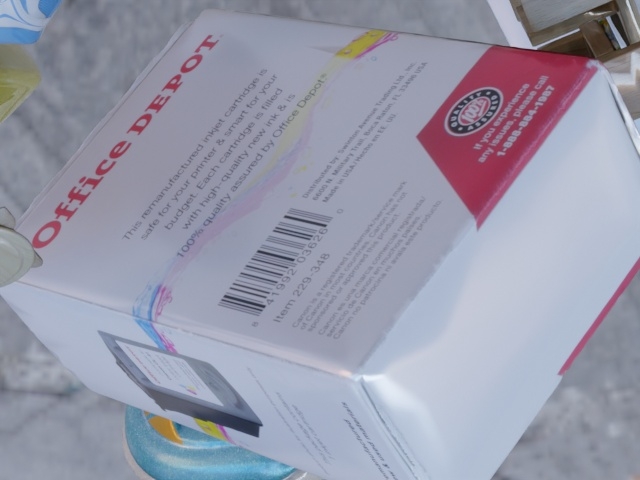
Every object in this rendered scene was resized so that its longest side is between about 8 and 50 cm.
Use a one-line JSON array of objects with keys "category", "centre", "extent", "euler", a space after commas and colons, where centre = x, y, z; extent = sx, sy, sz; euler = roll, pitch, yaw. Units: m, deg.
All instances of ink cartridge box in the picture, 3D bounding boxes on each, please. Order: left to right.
[{"category": "ink cartridge box", "centre": [0.000, 0.000, 1.053], "extent": [0.306, 0.226, 0.131], "euler": [13, 147, 46]}]

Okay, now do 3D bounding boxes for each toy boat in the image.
[{"category": "toy boat", "centre": [-0.081, 0.133, 2.022], "extent": [0.267, 0.318, 0.148], "euler": [-2, 137, 32]}]

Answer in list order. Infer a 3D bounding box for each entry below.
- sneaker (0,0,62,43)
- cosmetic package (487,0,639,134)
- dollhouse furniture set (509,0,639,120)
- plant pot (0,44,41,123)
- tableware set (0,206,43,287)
[{"category": "sneaker", "centre": [-0.178, -0.208, 1.137], "extent": [0.085, 0.237, 0.086], "euler": [5, 133, -3]}, {"category": "cosmetic package", "centre": [0.221, -0.266, 1.749], "extent": [0.097, 0.377, 0.284], "euler": [-34, 153, 22]}, {"category": "dollhouse furniture set", "centre": [0.164, -0.223, 1.103], "extent": [0.161, 0.212, 0.242], "euler": [-23, 120, 6]}, {"category": "plant pot", "centre": [-0.369, -0.153, 1.651], "extent": [0.212, 0.212, 0.187], "euler": [-41, 165, 22]}, {"category": "tableware set", "centre": [-0.235, 0.008, 0.968], "extent": [0.168, 0.020, 0.141], "euler": [-25, 146, 22]}]
